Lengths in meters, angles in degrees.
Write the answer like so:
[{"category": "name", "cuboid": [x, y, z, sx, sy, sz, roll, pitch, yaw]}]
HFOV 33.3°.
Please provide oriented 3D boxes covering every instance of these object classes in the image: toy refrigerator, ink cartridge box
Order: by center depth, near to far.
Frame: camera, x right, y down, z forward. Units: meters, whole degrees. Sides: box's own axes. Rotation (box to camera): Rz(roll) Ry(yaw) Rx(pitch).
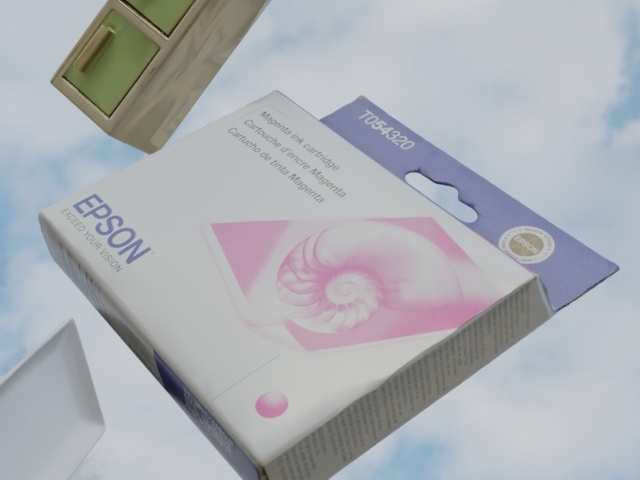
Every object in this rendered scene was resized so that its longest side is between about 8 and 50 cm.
[{"category": "ink cartridge box", "cuboid": [0.000, 0.000, 0.828, 0.324, 0.330, 0.071, 39, -28, 39]}, {"category": "toy refrigerator", "cuboid": [-0.139, -0.227, 1.058, 0.102, 0.094, 0.269, 41, -82, 24]}]

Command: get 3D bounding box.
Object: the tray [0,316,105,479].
[{"category": "tray", "cuboid": [-0.294, 0.188, 1.110, 0.030, 0.270, 0.145, -10, -78, 9]}]
